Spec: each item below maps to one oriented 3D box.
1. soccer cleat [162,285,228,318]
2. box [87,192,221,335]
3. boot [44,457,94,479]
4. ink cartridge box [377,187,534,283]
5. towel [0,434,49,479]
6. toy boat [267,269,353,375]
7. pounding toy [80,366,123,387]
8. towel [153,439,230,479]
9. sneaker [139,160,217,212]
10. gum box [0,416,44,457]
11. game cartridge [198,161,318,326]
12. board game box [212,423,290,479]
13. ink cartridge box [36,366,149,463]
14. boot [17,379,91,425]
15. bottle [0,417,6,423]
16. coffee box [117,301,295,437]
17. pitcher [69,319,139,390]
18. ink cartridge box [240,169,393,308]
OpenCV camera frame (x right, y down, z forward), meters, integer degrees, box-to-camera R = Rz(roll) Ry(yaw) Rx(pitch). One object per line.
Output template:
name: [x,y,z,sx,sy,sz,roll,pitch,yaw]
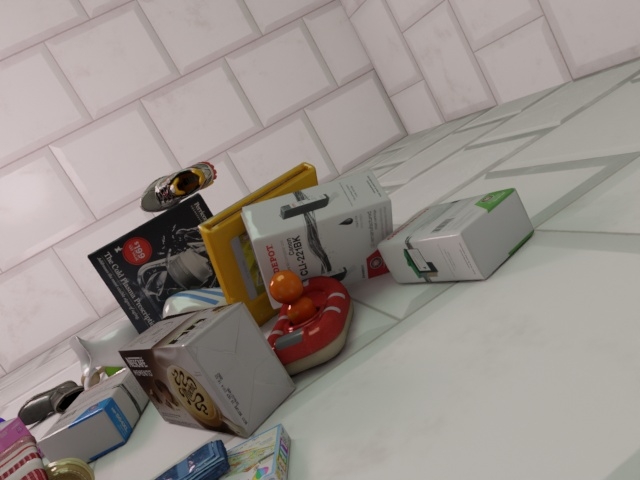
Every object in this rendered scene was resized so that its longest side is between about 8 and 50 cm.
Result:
soccer cleat: [-0.207,0.162,1.248,0.332,0.115,0.143,-14,42,-13]
box: [-0.374,0.099,1.372,0.313,0.343,0.179,-33,10,-16]
boot: [-0.432,0.424,0.684,0.262,0.095,0.203,-33,11,-11]
ink cartridge box: [0.233,-0.003,0.924,0.160,0.092,0.219,-35,12,-29]
towel: [-0.476,0.381,0.680,0.237,0.037,0.329,-39,15,-30]
toy boat: [-0.036,0.119,0.909,0.151,0.151,0.231,-26,11,16]
pounding toy: [-0.614,0.328,1.569,0.237,0.110,0.183,-29,10,0]
towel: [-0.170,0.292,0.635,0.120,0.029,0.067,-33,10,-13]
sneaker: [-0.387,-0.141,1.361,0.225,0.088,0.092,-28,10,14]
gum box: [-0.729,0.479,1.178,0.189,0.107,0.062,-23,12,30]
game cartridge: [-0.101,0.026,1.156,0.285,0.323,0.053,-36,45,-26]
board game box: [-0.112,0.294,0.631,0.154,0.026,0.103,-28,10,6]
ink cartridge box: [-0.450,0.359,1.059,0.148,0.085,0.203,-29,10,3]
boot: [-0.735,0.458,1.431,0.190,0.076,0.209,-38,20,-30]
bottle: [-0.870,0.542,1.295,0.118,0.092,0.283,-33,11,-13]
coffee box: [-0.201,0.213,0.866,0.297,0.168,0.119,-16,17,50]
pitcher: [-0.558,0.317,1.422,0.126,0.177,0.207,-6,4,44]
ink cartridge box: [0.000,0.000,1.035,0.273,0.196,0.114,-17,42,-6]
